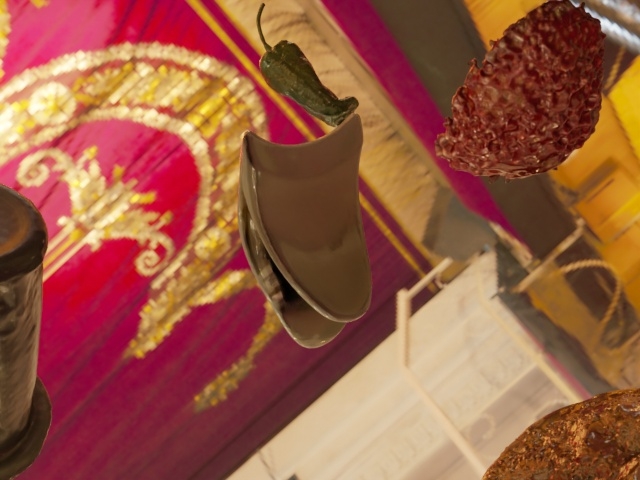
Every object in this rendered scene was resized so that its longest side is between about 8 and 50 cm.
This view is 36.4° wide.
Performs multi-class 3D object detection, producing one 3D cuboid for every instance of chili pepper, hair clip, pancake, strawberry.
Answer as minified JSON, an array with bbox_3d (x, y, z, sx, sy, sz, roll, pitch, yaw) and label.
[{"bbox_3d":[-0.037,-0.231,1.369,0.204,0.073,0.072,45,166,15],"label":"chili pepper"},{"bbox_3d":[-0.011,-0.004,1.230,0.113,0.172,0.282,-14,91,60],"label":"hair clip"},{"bbox_3d":[0.387,0.327,1.397,0.082,0.387,0.387,58,-178,-11],"label":"pancake"},{"bbox_3d":[0.177,-0.110,0.846,0.208,0.167,0.087,43,-157,-70],"label":"strawberry"}]

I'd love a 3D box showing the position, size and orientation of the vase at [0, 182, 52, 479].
[{"bbox_3d":[-0.394,0.088,1.048,0.245,0.291,0.245,13,-149,-8],"label":"vase"}]
